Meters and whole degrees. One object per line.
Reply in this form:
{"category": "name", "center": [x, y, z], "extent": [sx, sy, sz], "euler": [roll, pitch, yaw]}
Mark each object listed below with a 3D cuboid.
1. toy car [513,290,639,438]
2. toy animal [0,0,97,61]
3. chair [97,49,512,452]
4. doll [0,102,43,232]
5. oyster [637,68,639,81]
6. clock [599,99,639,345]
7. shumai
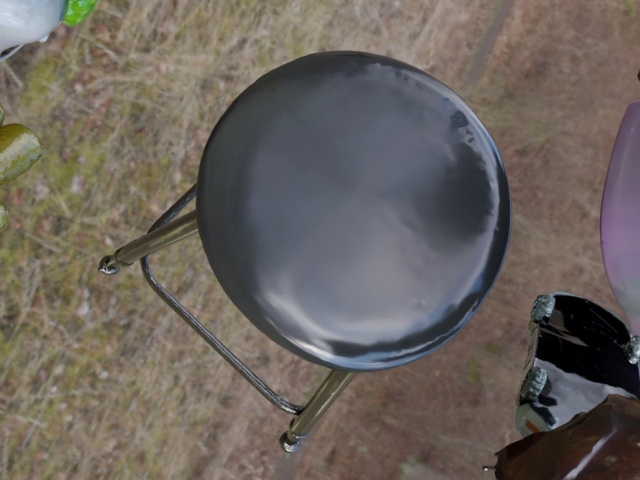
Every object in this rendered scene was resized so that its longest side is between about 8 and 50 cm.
{"category": "toy car", "center": [0.204, 0.105, 0.657], "extent": [0.205, 0.095, 0.056], "euler": [-54, 166, -62]}
{"category": "toy animal", "center": [-0.305, -0.289, 0.800], "extent": [0.266, 0.212, 0.212], "euler": [-60, 178, 32]}
{"category": "chair", "center": [0.000, 0.000, 0.960], "extent": [0.364, 0.362, 0.410], "euler": [-46, -178, -17]}
{"category": "doll", "center": [-0.337, -0.044, 0.712], "extent": [0.209, 0.137, 0.097], "euler": [-42, -172, -39]}
{"category": "oyster", "center": [0.565, -0.203, 1.075], "extent": [0.078, 0.345, 0.128], "euler": [-49, 125, -13]}
{"category": "clock", "center": [0.406, -0.019, 0.811], "extent": [0.102, 0.338, 0.338], "euler": [-1, -123, 49]}
{"category": "shumai", "center": [0.143, 0.159, 0.459], "extent": [0.201, 0.120, 0.201], "euler": [-34, -160, 15]}
